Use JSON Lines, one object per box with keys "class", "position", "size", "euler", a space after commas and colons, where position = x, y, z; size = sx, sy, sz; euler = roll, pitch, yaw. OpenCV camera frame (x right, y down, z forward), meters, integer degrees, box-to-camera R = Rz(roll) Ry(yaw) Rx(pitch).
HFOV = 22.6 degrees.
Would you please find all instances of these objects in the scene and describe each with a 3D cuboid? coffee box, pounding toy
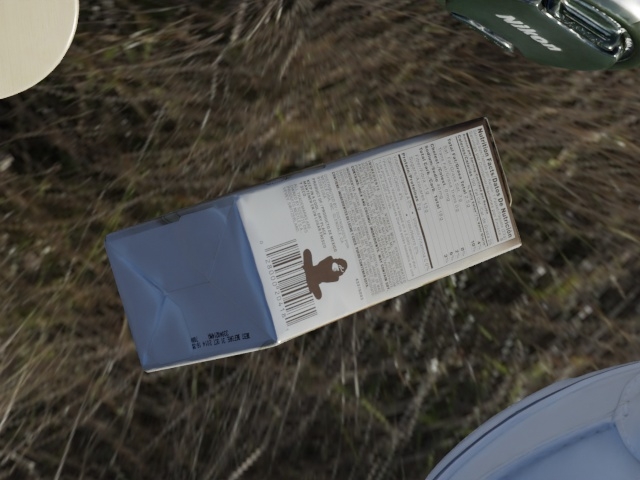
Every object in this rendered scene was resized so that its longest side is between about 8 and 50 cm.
{"class": "coffee box", "position": [0.000, 0.000, 1.073], "size": [0.141, 0.246, 0.098], "euler": [-14, 94, 45]}
{"class": "pounding toy", "position": [-0.264, -0.233, 1.253], "size": [0.183, 0.110, 0.237], "euler": [28, 118, -21]}

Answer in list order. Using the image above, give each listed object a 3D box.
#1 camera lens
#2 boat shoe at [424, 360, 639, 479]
{"class": "camera lens", "position": [0.213, -0.288, 1.272], "size": [0.219, 0.219, 0.274], "euler": [22, 83, -4]}
{"class": "boat shoe", "position": [0.147, 0.074, 0.566], "size": [0.258, 0.084, 0.095], "euler": [-23, 80, 8]}
